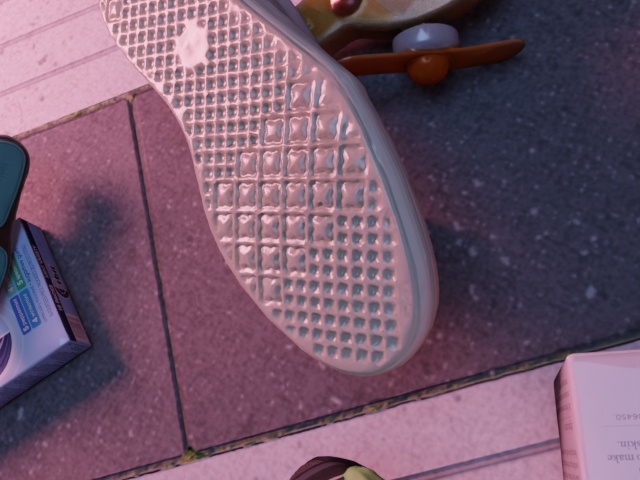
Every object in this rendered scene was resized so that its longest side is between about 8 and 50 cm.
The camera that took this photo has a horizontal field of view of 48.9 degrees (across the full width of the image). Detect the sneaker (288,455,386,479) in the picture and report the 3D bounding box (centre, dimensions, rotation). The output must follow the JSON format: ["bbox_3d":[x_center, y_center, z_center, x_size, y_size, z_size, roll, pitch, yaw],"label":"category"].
[{"bbox_3d":[-0.051,0.372,0.505,0.185,0.202,0.483,28,99,-9],"label":"sneaker"}]

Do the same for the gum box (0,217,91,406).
[{"bbox_3d":[-0.348,0.092,0.729,0.184,0.041,0.157,-34,67,4],"label":"gum box"}]

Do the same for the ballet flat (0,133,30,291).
[{"bbox_3d":[-0.349,-0.004,0.711,0.068,0.072,0.213,-7,66,45],"label":"ballet flat"}]

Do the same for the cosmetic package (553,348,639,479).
[{"bbox_3d":[0.239,0.256,0.426,0.155,0.197,0.365,-7,74,14],"label":"cosmetic package"}]

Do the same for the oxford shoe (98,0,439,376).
[{"bbox_3d":[-0.036,-0.098,0.573,0.169,0.130,0.449,-45,63,24],"label":"oxford shoe"}]

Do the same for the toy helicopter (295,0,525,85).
[{"bbox_3d":[0.031,-0.212,0.682,0.355,0.140,0.235,-36,76,15],"label":"toy helicopter"}]
